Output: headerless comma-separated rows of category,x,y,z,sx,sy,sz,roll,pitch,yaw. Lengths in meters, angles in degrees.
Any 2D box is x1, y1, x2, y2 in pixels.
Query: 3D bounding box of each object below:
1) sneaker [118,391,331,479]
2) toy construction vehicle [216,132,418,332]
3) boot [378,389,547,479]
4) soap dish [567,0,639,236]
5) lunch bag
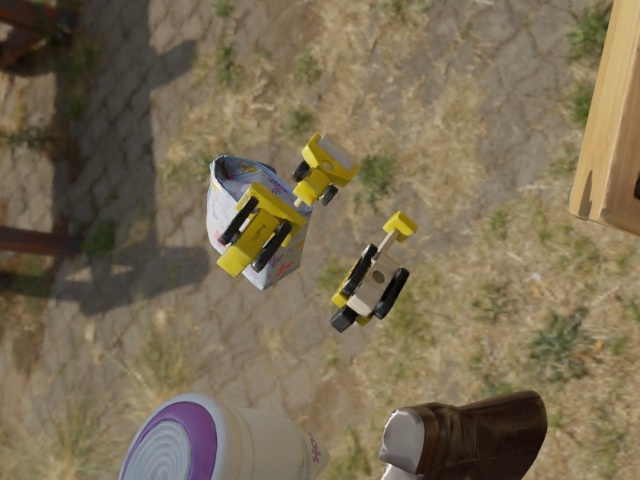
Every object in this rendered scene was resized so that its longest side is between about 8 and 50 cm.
sneaker,-0.089,0.246,0.696,0.114,0.152,0.305,39,106,42
toy construction vehicle,0.000,0.000,0.509,0.035,0.086,0.098,-47,9,46
boot,0.065,0.125,0.520,0.037,0.114,0.106,29,105,37
soap dish,0.280,-0.072,0.572,0.118,0.290,0.229,162,125,-70
lunch bag,-0.050,-0.018,0.788,0.083,0.053,0.071,38,142,22
